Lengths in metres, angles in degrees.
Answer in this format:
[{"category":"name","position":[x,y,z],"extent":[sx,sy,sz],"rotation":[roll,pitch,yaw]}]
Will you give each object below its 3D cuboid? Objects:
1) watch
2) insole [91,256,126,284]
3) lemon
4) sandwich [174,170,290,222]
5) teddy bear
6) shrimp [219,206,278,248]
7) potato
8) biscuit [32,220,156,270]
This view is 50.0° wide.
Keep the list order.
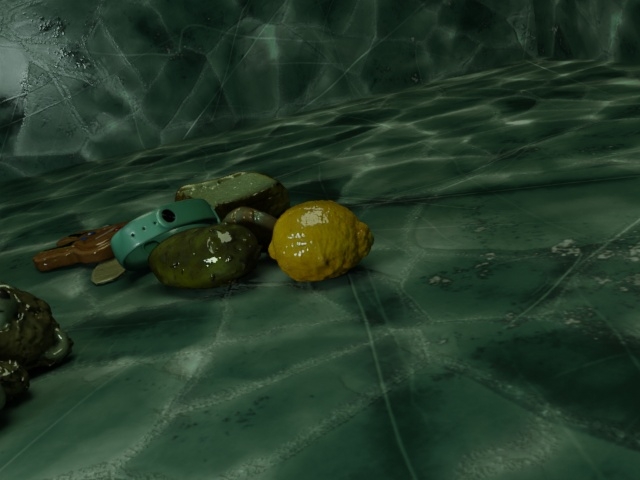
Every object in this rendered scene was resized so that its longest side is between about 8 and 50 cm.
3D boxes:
[{"category":"watch","position":[-0.316,-0.016,1.400],"extent":[0.237,0.068,0.195],"rotation":[-20,-15,-46]},{"category":"insole","position":[-0.463,0.049,1.525],"extent":[0.081,0.011,0.248],"rotation":[-16,19,-8]},{"category":"lemon","position":[0.000,0.000,1.187],"extent":[0.187,0.142,0.142],"rotation":[-5,20,11]},{"category":"sandwich","position":[-0.216,-0.096,1.673],"extent":[0.226,0.087,0.251],"rotation":[-22,24,-22]},{"category":"teddy bear","position":[-0.516,0.157,1.039],"extent":[0.267,0.156,0.256],"rotation":[38,39,13]},{"category":"shrimp","position":[-0.141,-0.013,1.382],"extent":[0.145,0.061,0.267],"rotation":[24,-22,-26]},{"category":"potato","position":[-0.218,0.032,1.279],"extent":[0.251,0.113,0.149],"rotation":[-14,22,35]},{"category":"biscuit","position":[-0.513,0.001,1.613],"extent":[0.334,0.047,0.202],"rotation":[-8,19,21]}]
